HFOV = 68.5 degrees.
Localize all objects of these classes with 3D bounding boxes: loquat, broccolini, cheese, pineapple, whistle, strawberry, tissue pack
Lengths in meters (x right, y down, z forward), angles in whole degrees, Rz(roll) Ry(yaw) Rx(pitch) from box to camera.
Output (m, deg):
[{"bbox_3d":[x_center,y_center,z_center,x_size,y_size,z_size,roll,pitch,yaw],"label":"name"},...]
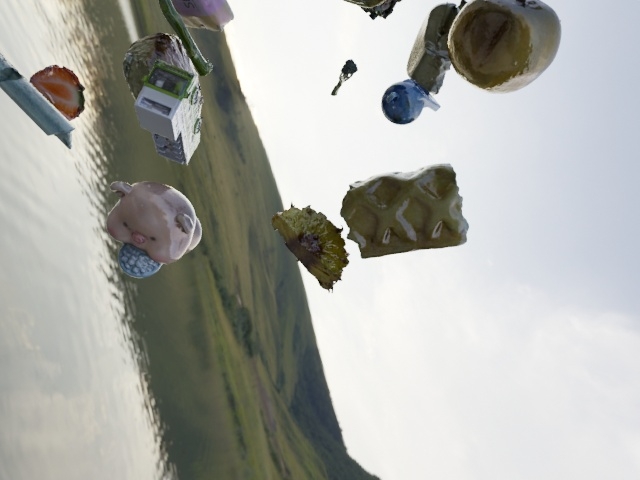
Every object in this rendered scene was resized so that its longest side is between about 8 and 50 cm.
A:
[{"bbox_3d":[0.359,-0.396,0.929,0.213,0.213,0.213,165,-90,-77],"label":"loquat"},{"bbox_3d":[-0.338,-0.553,1.051,0.079,0.074,0.392,57,-4,38],"label":"broccolini"},{"bbox_3d":[0.276,-0.468,1.133,0.175,0.091,0.202,-83,-172,-53],"label":"cheese"},{"bbox_3d":[-0.001,0.001,1.117,0.233,0.135,0.079,52,-45,7],"label":"pineapple"},{"bbox_3d":[-0.689,-0.333,1.112,0.312,0.062,0.062,43,-21,10],"label":"whistle"},{"bbox_3d":[-0.731,-0.403,1.289,0.187,0.082,0.146,1,84,-75],"label":"strawberry"},{"bbox_3d":[0.167,-0.264,0.916,0.158,0.090,0.090,-4,76,-59],"label":"whistle"},{"bbox_3d":[-0.397,-0.756,1.382,0.215,0.123,0.256,19,-18,26],"label":"tissue pack"},{"bbox_3d":[0.042,-0.332,0.981,0.030,0.035,0.140,41,-16,-7],"label":"broccolini"}]

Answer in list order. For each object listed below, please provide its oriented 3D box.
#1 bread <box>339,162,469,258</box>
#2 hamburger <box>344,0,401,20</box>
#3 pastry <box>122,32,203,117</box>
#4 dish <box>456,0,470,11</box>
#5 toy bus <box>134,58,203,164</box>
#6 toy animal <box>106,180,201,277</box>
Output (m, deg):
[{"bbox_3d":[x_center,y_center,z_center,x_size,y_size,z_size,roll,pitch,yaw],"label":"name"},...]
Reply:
[{"bbox_3d":[0.200,-0.065,1.073,0.238,0.252,0.196,-17,95,-69],"label":"bread"},{"bbox_3d":[0.087,-0.515,0.822,0.183,0.206,0.130,-48,-162,43],"label":"hamburger"},{"bbox_3d":[-0.469,-0.474,1.447,0.330,0.136,0.329,-9,90,-78],"label":"pastry"},{"bbox_3d":[0.538,-0.734,1.621,0.149,0.080,0.207,4,-59,52],"label":"dish"},{"bbox_3d":[-0.367,-0.297,1.166,0.301,0.113,0.139,122,-11,-69],"label":"toy bus"},{"bbox_3d":[-0.395,-0.040,1.170,0.221,0.210,0.229,-61,174,-65],"label":"toy animal"}]
